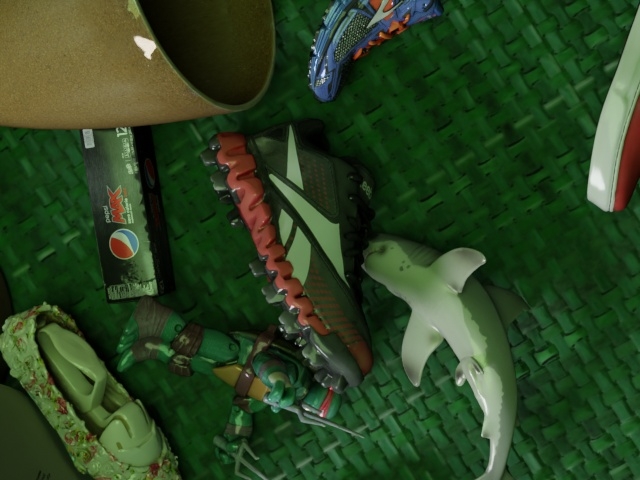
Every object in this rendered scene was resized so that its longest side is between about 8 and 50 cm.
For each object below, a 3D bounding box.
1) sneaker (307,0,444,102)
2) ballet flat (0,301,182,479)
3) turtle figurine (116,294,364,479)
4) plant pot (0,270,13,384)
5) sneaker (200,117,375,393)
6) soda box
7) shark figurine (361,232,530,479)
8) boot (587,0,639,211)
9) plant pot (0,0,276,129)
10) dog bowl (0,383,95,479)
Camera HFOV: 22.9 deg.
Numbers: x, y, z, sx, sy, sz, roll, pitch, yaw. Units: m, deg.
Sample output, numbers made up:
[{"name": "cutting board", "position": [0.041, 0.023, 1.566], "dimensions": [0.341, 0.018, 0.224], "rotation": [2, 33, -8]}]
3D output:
[{"name": "sneaker", "position": [0.062, -0.210, 1.388], "dimensions": [0.087, 0.083, 0.221], "rotation": [34, 104, 1]}, {"name": "ballet flat", "position": [-0.210, 0.155, 1.475], "dimensions": [0.241, 0.091, 0.077], "rotation": [47, 135, 3]}, {"name": "turtle figurine", "position": [-0.068, 0.132, 1.438], "dimensions": [0.234, 0.118, 0.175], "rotation": [25, 141, 4]}, {"name": "plant pot", "position": [-0.444, 0.090, 1.451], "dimensions": [0.263, 0.229, 0.263], "rotation": [1, 96, 11]}, {"name": "sneaker", "position": [0.000, 0.000, 1.378], "dimensions": [0.135, 0.097, 0.276], "rotation": [-23, 59, -3]}, {"name": "soda box", "position": [-0.179, -0.029, 1.467], "dimensions": [0.053, 0.060, 0.169], "rotation": [-7, 94, 11]}, {"name": "shark figurine", "position": [0.148, 0.099, 1.398], "dimensions": [0.166, 0.116, 0.278], "rotation": [-30, 80, 47]}, {"name": "boot", "position": [0.334, -0.121, 1.338], "dimensions": [0.176, 0.088, 0.244], "rotation": [20, 96, 8]}, {"name": "plant pot", "position": [-0.206, -0.192, 1.390], "dimensions": [0.254, 0.237, 0.237], "rotation": [-17, 93, 28]}, {"name": "dog bowl", "position": [-0.267, 0.259, 1.413], "dimensions": [0.104, 0.265, 0.265], "rotation": [-40, 87, 11]}]
